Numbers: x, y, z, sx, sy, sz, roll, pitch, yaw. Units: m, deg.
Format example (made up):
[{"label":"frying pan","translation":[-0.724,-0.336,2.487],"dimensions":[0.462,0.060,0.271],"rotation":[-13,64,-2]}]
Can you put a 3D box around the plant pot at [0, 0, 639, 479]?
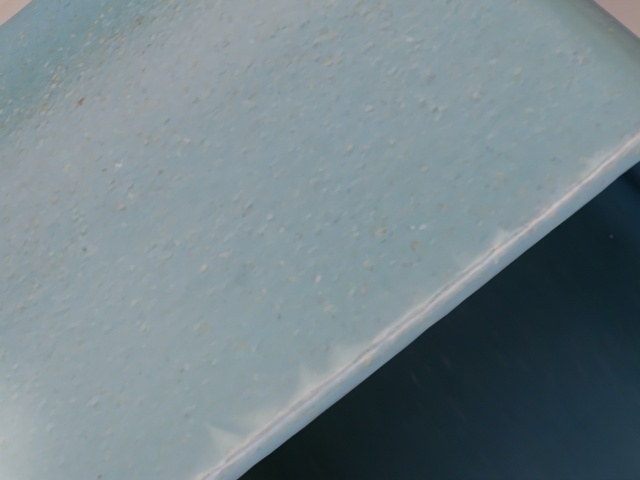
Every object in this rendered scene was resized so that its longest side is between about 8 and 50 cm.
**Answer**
[{"label":"plant pot","translation":[0.000,0.000,0.660],"dimensions":[0.252,0.248,0.247],"rotation":[55,-173,34]}]
